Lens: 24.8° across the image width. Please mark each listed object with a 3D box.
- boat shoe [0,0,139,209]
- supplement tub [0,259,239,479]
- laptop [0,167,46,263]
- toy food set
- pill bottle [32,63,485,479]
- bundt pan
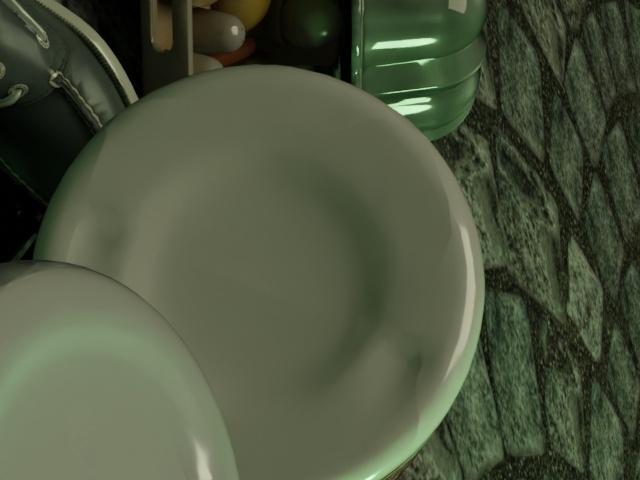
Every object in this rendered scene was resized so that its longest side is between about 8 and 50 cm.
[{"bbox_3d":[-0.210,-0.113,0.830,0.319,0.116,0.099,58,30,-25],"label":"boat shoe"},{"bbox_3d":[-0.199,0.125,0.511,0.193,0.316,0.193,39,45,-53],"label":"supplement tub"},{"bbox_3d":[-0.254,0.054,0.784,0.264,0.136,0.234,43,35,-11],"label":"laptop"},{"bbox_3d":[-0.051,-0.214,1.153,0.306,0.092,0.219,-43,137,-62],"label":"toy food set"},{"bbox_3d":[-0.028,0.058,0.875,0.392,0.224,0.224,83,1,-78],"label":"pill bottle"},{"bbox_3d":[0.081,-0.239,1.314,0.331,0.124,0.330,179,-90,-90],"label":"bundt pan"}]
